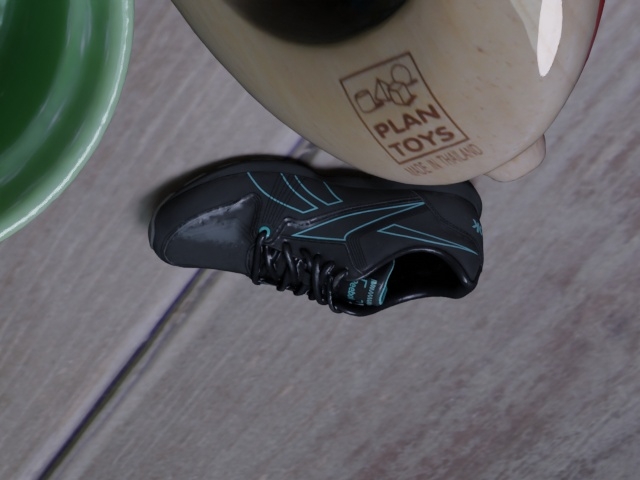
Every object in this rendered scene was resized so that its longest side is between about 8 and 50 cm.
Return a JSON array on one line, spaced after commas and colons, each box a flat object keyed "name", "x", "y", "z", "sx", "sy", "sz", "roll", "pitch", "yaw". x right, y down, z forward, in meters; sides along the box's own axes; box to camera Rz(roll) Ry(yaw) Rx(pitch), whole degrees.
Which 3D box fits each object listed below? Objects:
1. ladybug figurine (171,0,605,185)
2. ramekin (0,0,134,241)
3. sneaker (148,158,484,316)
[{"name": "ladybug figurine", "x": 0.016, "y": -0.240, "z": 1.005, "sx": 0.305, "sy": 0.162, "sz": 0.449, "roll": -17, "pitch": 103, "yaw": 45}, {"name": "ramekin", "x": -0.275, "y": -0.141, "z": 1.076, "sx": 0.303, "sy": 0.148, "sz": 0.303, "roll": -9, "pitch": 114, "yaw": -21}, {"name": "sneaker", "x": 0.000, "y": 0.000, "z": 1.434, "sx": 0.267, "sy": 0.106, "sz": 0.101, "roll": -3, "pitch": 140, "yaw": -4}]
